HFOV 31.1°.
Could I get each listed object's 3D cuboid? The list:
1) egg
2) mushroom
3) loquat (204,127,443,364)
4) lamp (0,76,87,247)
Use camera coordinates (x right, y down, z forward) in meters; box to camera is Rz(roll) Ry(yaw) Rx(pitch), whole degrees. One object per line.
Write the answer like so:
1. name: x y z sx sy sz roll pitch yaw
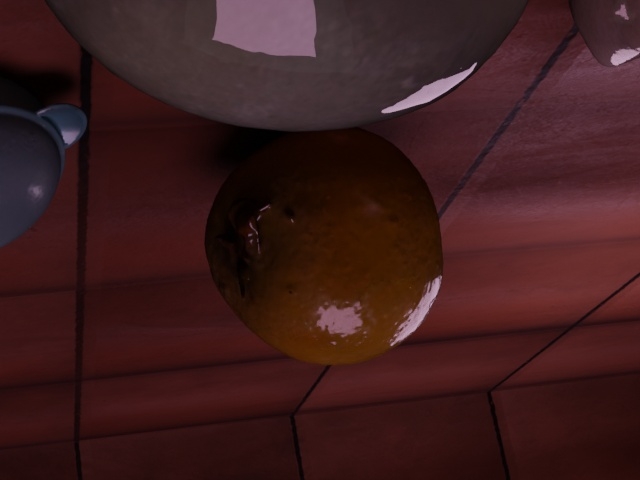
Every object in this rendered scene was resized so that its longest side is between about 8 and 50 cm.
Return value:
1. egg: -0.018 -0.200 0.750 0.352 0.258 0.258 -6 160 -27
2. mushroom: 0.276 -0.231 1.047 0.097 0.088 0.212 -22 152 4
3. loquat: 0.000 0.000 1.291 0.275 0.274 0.275 -9 160 -3
4. lamp: -0.370 -0.054 1.123 0.284 0.147 0.209 -26 157 38
